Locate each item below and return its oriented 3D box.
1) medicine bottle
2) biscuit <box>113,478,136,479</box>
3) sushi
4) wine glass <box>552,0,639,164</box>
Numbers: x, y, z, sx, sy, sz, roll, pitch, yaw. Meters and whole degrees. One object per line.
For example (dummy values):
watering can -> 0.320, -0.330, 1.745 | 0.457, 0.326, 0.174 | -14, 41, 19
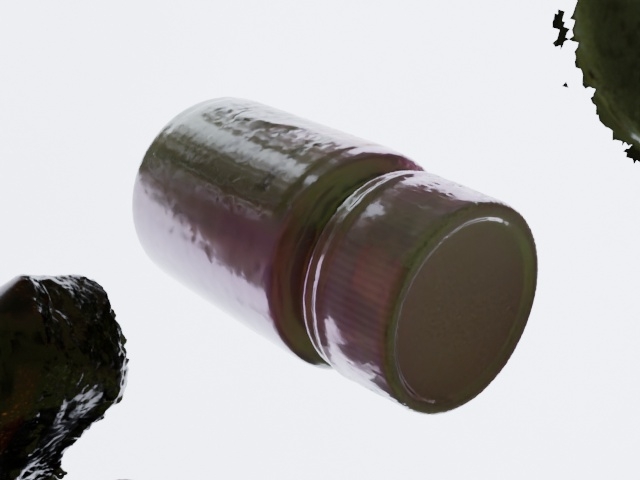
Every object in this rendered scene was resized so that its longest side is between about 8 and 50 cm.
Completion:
medicine bottle -> 0.000, 0.000, 0.932 | 0.219, 0.388, 0.219 | -17, -63, -36
biscuit -> -0.175, 0.315, 0.892 | 0.192, 0.186, 0.036 | 39, -58, 14
sushi -> -0.268, 0.129, 0.845 | 0.136, 0.126, 0.225 | 50, -57, 24
wine glass -> 0.278, -0.130, 0.386 | 0.190, 0.357, 0.191 | 1, -91, -29
